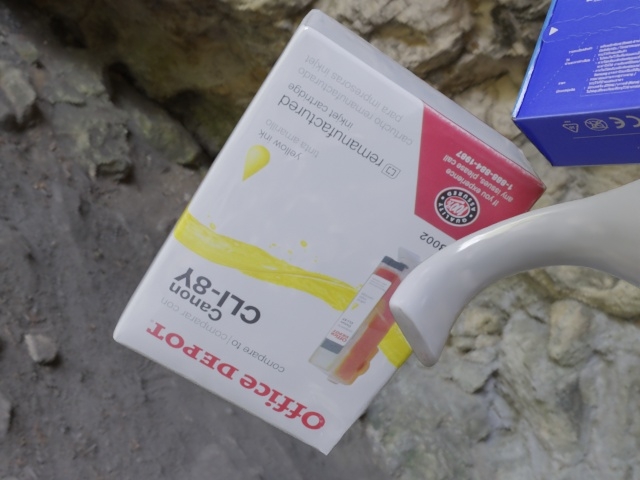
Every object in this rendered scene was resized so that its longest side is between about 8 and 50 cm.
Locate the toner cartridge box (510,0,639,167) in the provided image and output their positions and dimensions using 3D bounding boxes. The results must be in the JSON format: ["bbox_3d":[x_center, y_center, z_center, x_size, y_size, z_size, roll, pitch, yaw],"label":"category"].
[{"bbox_3d":[0.310,-0.139,0.486,0.348,0.165,0.075,4,-25,49],"label":"toner cartridge box"}]

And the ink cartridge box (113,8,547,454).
[{"bbox_3d":[0.000,0.000,0.805,0.279,0.384,0.160,32,21,-10],"label":"ink cartridge box"}]

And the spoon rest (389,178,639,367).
[{"bbox_3d":[0.174,0.013,0.382,0.137,0.277,0.084,59,39,-30],"label":"spoon rest"}]
